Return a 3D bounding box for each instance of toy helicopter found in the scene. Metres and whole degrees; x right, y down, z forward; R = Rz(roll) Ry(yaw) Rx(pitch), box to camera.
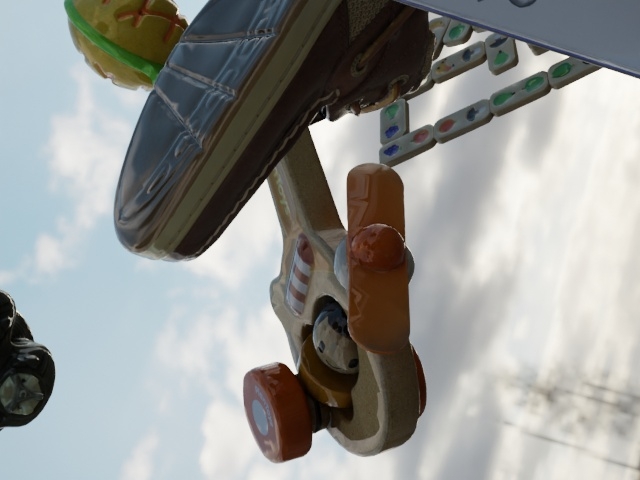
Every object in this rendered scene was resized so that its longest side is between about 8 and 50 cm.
[{"bbox_3d":[0.000,0.000,1.095,0.235,0.140,0.355,139,115,-66],"label":"toy helicopter"}]

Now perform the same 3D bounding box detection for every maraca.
[{"bbox_3d":[-0.167,-0.186,1.292,0.127,0.185,0.099,-19,-36,-56],"label":"maraca"}]

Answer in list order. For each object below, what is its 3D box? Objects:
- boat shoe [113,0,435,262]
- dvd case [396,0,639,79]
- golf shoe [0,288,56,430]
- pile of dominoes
[{"bbox_3d":[0.015,-0.118,0.760,0.123,0.123,0.342,34,-92,-29],"label":"boat shoe"},{"bbox_3d":[0.124,-0.170,0.585,0.029,0.238,0.179,-11,-60,-63],"label":"dvd case"},{"bbox_3d":[-0.273,0.117,0.708,0.272,0.120,0.105,-28,-77,-27],"label":"golf shoe"},{"bbox_3d":[0.155,-0.189,1.264,0.040,0.251,0.196,49,-153,-35],"label":"pile of dominoes"}]
